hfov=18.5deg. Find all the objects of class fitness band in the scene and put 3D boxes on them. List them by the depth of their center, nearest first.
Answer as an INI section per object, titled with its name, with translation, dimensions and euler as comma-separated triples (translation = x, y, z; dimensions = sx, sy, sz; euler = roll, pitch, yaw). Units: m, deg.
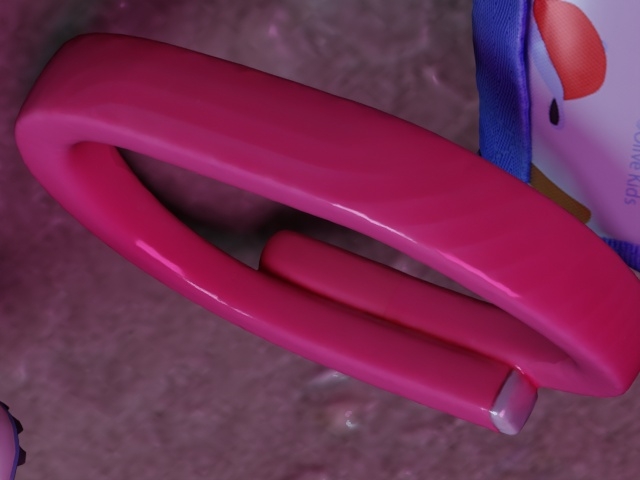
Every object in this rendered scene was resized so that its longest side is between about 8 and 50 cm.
[fitness band]
translation = 0.000, 0.000, 0.827
dimensions = 0.054, 0.291, 0.209
euler = -62, 149, -15

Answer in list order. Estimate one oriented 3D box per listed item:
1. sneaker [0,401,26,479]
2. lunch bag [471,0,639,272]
[sneaker]
translation = -0.235, 0.114, 0.803
dimensions = 0.237, 0.085, 0.086
euler = -17, 157, 9
[lunch bag]
translation = 0.243, -0.168, 0.746
dimensions = 0.385, 0.239, 0.328
euler = -12, 132, -12
